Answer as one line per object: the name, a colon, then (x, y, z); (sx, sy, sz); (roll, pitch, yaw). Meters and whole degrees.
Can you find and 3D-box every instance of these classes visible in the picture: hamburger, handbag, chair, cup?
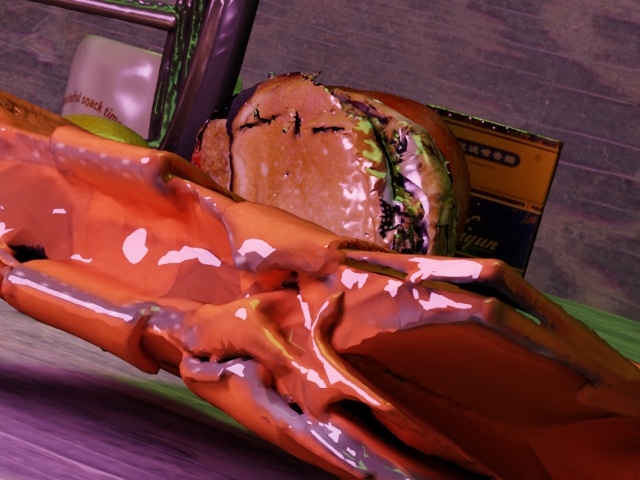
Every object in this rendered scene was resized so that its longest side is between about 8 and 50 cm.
hamburger: (0.000, 0.000, 1.247); (0.106, 0.231, 0.231); (8, 8, -40)
handbag: (-0.033, 0.034, 0.908); (0.410, 0.116, 0.303); (22, -3, 36)
chair: (-0.264, -0.246, 1.588); (0.410, 0.362, 0.365); (16, 39, -11)
cup: (-0.142, -0.074, 1.844); (0.255, 0.202, 0.173); (16, 3, 11)

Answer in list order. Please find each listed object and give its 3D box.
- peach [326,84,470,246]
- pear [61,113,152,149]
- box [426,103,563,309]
peach: (0.009, -0.025, 1.623); (0.232, 0.232, 0.256); (17, 7, 17)
pear: (-0.178, -0.030, 1.458); (0.141, 0.141, 0.104); (14, -15, -34)
box: (0.157, -0.014, 2.029); (0.152, 0.237, 0.070); (17, 7, 9)
